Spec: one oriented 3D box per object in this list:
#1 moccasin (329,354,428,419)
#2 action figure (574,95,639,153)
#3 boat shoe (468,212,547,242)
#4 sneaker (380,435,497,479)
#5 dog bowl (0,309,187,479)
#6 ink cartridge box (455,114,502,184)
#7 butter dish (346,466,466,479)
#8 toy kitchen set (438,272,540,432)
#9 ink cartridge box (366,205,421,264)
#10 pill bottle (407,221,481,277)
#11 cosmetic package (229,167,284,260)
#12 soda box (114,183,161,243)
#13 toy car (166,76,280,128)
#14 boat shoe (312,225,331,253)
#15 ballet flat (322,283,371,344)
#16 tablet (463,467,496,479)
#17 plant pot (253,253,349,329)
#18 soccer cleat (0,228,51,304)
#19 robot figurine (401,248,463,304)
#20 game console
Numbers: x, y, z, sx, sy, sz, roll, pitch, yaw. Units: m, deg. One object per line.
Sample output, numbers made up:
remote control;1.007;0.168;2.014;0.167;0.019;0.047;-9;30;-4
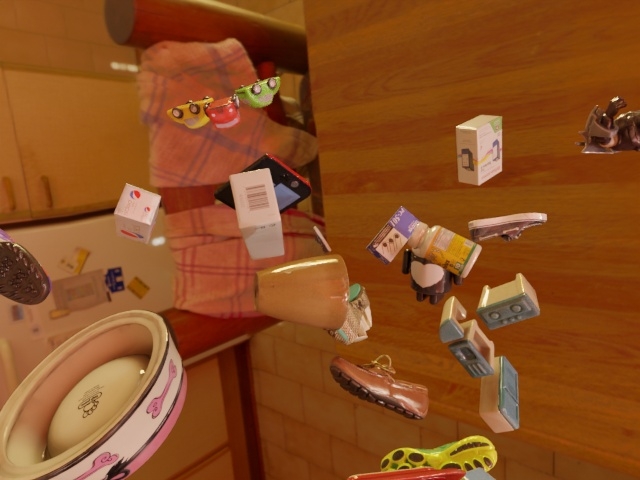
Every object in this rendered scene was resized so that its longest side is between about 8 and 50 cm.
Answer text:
moccasin;0.204;0.472;1.425;0.380;0.146;0.139;25;151;-9
action figure;0.504;-0.179;0.604;0.285;0.186;0.099;-149;41;-85
boat shoe;0.745;-0.044;1.679;0.302;0.108;0.102;-7;82;-1
sneaker;0.302;0.579;1.078;0.296;0.123;0.109;-18;52;15
dog bowl;-0.478;0.351;0.925;0.408;0.408;0.150;7;134;40
ink cartridge box;0.577;-0.328;1.535;0.093;0.154;0.212;26;136;47
butter dish;0.075;0.323;0.445;0.118;0.160;0.160;-107;29;-45
toy kitchen set;0.306;0.186;0.686;0.166;0.122;0.207;-30;107;37
ink cartridge box;0.264;-0.018;1.523;0.097;0.207;0.046;41;158;5
pill bottle;0.395;0.023;1.363;0.209;0.118;0.117;29;119;17
cosmetic package;-0.257;-0.091;1.784;0.453;0.162;0.229;98;159;-71
soda box;-0.407;-0.052;0.942;0.216;0.074;0.069;-25;48;64
toy car;-0.170;-0.279;0.863;0.239;0.225;0.053;18;133;48
boat shoe;0.000;0.000;1.939;0.040;0.049;0.142;-31;109;5
ballet flat;0.118;0.296;1.620;0.164;0.483;0.182;-38;85;12
tablet;0.316;0.467;0.808;0.083;0.054;0.006;-162;72;-64
plant pot;-0.071;0.155;1.294;0.237;0.255;0.236;-177;90;-74
soccer cleat;-0.719;0.037;0.968;0.318;0.116;0.108;31;87;10
robot figurine;0.446;0.113;1.698;0.209;0.173;0.277;0;104;-2
game console;-0.274;-0.237;2.079;0.387;0.342;0.060;-29;53;28
